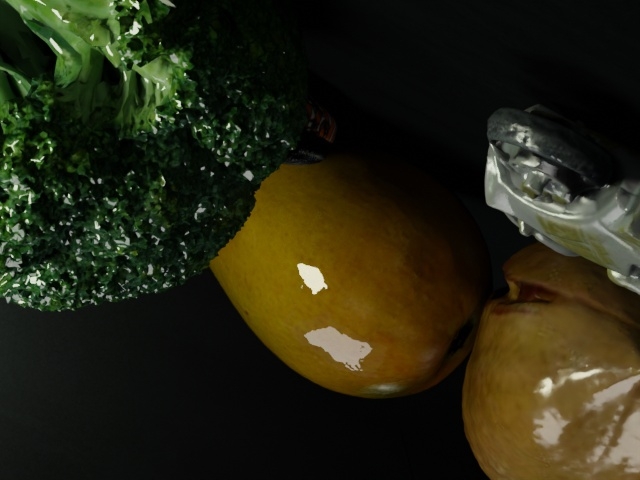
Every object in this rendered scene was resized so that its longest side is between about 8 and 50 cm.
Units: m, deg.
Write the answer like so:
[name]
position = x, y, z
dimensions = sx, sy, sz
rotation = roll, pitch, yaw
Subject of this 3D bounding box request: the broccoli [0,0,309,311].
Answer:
[broccoli]
position = -0.130, -0.079, 0.983
dimensions = 0.241, 0.261, 0.269
rotation = 50, -151, -16

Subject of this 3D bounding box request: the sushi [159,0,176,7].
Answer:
[sushi]
position = -0.157, -0.195, 0.769
dimensions = 0.210, 0.040, 0.193
rotation = 27, 169, 11

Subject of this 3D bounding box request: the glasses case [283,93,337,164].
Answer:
[glasses case]
position = -0.103, -0.110, 1.258
dimensions = 0.266, 0.067, 0.103
rotation = 21, -179, 37

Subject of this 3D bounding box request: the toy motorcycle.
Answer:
[toy motorcycle]
position = 0.161, -0.011, 0.924
dimensions = 0.225, 0.073, 0.152
rotation = 29, 176, -20

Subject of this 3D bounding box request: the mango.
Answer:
[mango]
position = 0.000, 0.000, 1.336
dimensions = 0.211, 0.173, 0.317
rotation = 31, -175, -44

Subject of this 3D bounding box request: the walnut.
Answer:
[walnut]
position = 0.195, 0.095, 1.195
dimensions = 0.203, 0.203, 0.298
rotation = 26, 174, -2
